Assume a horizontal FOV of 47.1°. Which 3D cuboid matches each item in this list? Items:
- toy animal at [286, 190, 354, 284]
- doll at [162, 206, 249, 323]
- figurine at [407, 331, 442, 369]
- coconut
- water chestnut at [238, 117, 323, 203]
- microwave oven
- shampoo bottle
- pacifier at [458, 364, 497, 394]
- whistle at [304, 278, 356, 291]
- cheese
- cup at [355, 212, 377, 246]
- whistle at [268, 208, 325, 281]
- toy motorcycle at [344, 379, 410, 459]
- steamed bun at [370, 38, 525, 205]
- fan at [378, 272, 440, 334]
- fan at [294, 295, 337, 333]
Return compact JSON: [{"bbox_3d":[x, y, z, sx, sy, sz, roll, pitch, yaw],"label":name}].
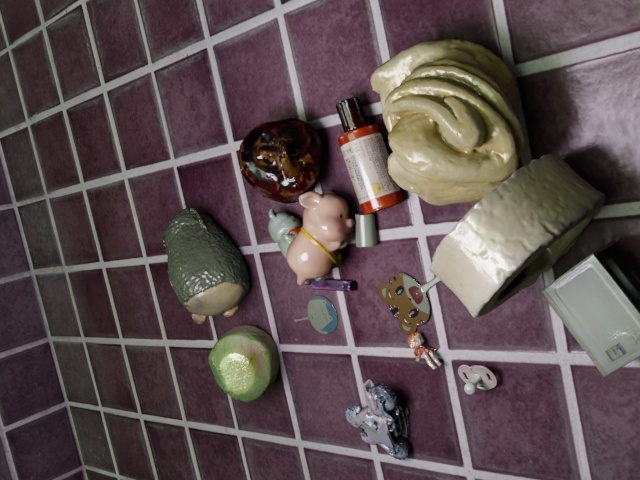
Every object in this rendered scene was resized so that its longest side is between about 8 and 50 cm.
[{"bbox_3d":[0.000,-0.001,1.876,0.149,0.165,0.248,18,98,10],"label":"toy animal"},{"bbox_3d":[-0.361,0.073,2.229,0.247,0.247,0.350,-48,60,41],"label":"doll"},{"bbox_3d":[0.256,0.275,1.815,0.109,0.064,0.047,51,154,32],"label":"figurine"},{"bbox_3d":[-0.229,0.364,2.205,0.235,0.235,0.205,26,97,36],"label":"coconut"},{"bbox_3d":[-0.097,-0.213,1.885,0.223,0.238,0.224,-1,80,7],"label":"water chestnut"},{"bbox_3d":[0.562,0.129,1.423,0.163,0.129,0.205,-45,71,40],"label":"microwave oven"},{"bbox_3d":[0.108,-0.208,1.769,0.104,0.104,0.278,-20,89,45],"label":"shampoo bottle"},{"bbox_3d":[0.363,0.332,1.717,0.099,0.078,0.082,-8,118,44],"label":"pacifier"},{"bbox_3d":[0.026,0.121,2.001,0.176,0.033,0.033,1,104,43],"label":"whistle"},{"bbox_3d":[0.384,-0.010,1.435,0.153,0.332,0.292,51,158,20],"label":"cheese"},{"bbox_3d":[0.115,-0.029,1.866,0.054,0.075,0.083,-4,100,2],"label":"cup"},{"bbox_3d":[-0.066,0.008,2.005,0.253,0.101,0.106,55,130,20],"label":"whistle"},{"bbox_3d":[0.134,0.467,1.954,0.204,0.108,0.239,10,110,42],"label":"toy motorcycle"},{"bbox_3d":[0.242,-0.244,1.508,0.324,0.230,0.373,-38,58,45],"label":"steamed bun"},{"bbox_3d":[0.238,0.131,1.818,0.226,0.008,0.153,-44,71,43],"label":"fan"},{"bbox_3d":[-0.016,0.216,2.091,0.175,0.005,0.113,-19,90,44],"label":"fan"}]
